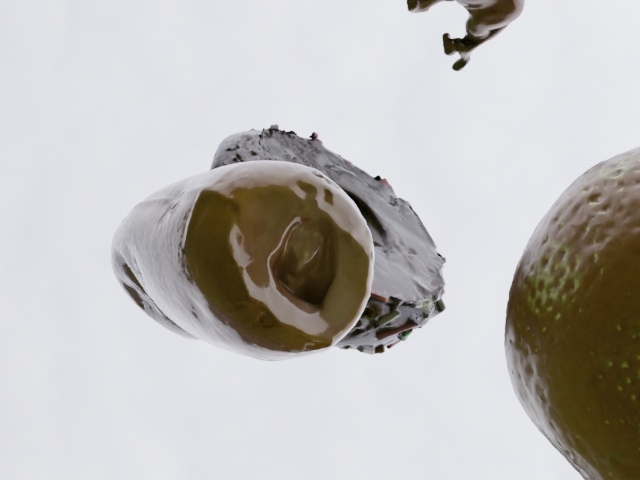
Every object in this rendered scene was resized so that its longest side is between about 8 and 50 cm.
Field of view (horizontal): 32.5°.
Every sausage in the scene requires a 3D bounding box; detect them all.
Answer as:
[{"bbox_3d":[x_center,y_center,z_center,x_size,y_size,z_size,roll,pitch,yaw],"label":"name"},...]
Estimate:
[{"bbox_3d":[-0.074,0.016,0.779,0.134,0.116,0.354,36,-14,-17],"label":"sausage"}]

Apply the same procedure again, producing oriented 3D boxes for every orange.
[{"bbox_3d":[0.203,0.065,0.512,0.237,0.158,0.179,38,-78,-3],"label":"orange"}]

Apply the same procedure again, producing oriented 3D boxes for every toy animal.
[{"bbox_3d":[0.188,-0.322,1.356,0.158,0.312,0.097,-8,-109,24],"label":"toy animal"}]

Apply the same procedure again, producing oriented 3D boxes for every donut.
[{"bbox_3d":[0.000,0.000,1.043,0.269,0.270,0.103,48,-62,17],"label":"donut"}]
